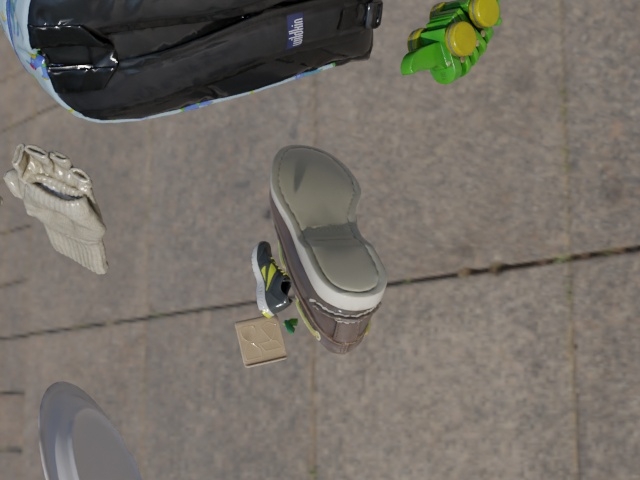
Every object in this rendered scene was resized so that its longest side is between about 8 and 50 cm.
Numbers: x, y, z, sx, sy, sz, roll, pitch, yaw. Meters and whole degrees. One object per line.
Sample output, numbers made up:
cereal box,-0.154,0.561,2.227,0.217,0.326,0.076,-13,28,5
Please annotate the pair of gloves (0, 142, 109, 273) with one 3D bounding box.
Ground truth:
pair of gloves,-0.323,-0.056,1.198,0.042,0.240,0.204,-58,-7,-27

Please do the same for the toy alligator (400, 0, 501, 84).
toy alligator,0.132,-0.189,1.004,0.056,0.051,0.190,0,43,49

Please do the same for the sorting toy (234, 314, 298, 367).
sorting toy,-0.064,0.126,1.501,0.012,0.083,0.062,128,129,-70

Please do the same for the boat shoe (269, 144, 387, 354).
boat shoe,0.000,0.000,1.411,0.324,0.116,0.097,-111,27,-50

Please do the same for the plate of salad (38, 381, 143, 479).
plate of salad,-0.194,0.216,0.992,0.048,0.200,0.200,-24,60,7

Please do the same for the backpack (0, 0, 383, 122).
backpack,-0.145,-0.261,1.170,0.273,0.355,0.290,40,152,33

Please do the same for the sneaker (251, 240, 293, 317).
sneaker,-0.045,0.037,1.163,0.035,0.031,0.083,-18,61,16
